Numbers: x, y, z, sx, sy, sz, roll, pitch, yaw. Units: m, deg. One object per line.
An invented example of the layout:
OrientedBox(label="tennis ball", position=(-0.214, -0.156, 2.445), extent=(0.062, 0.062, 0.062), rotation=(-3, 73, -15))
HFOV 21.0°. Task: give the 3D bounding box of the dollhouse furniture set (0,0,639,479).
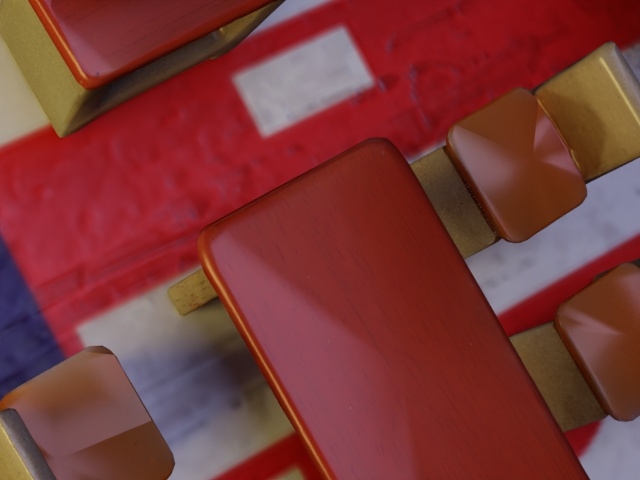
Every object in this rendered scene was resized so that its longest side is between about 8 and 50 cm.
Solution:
OrientedBox(label="dollhouse furniture set", position=(0.000, 0.000, 0.561), extent=(0.262, 0.135, 0.259), rotation=(-31, 90, -26))
